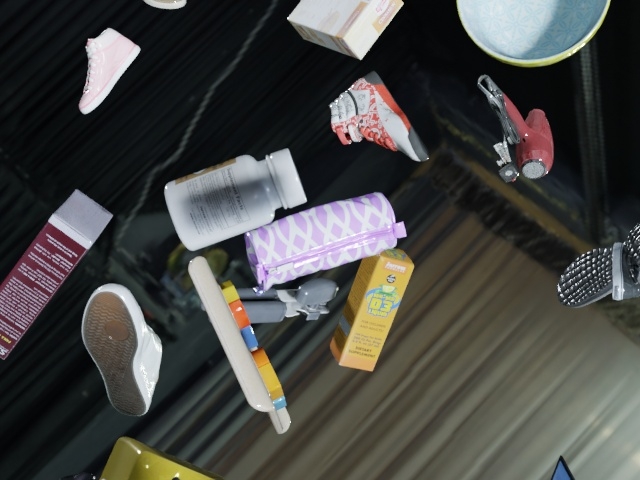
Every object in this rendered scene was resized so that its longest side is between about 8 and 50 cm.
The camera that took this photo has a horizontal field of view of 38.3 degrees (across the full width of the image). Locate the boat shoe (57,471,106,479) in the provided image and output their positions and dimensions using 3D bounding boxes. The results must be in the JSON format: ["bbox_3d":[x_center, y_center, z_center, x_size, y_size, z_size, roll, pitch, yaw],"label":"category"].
[{"bbox_3d":[-0.198,0.415,0.991,0.340,0.127,0.158,52,-47,9],"label":"boat shoe"}]

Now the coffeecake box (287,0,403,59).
[{"bbox_3d":[0.047,-0.447,1.801,0.185,0.142,0.068,32,-7,45],"label":"coffeecake box"}]

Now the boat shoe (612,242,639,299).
[{"bbox_3d":[0.463,0.048,1.395,0.142,0.040,0.049,-60,145,-57],"label":"boat shoe"}]

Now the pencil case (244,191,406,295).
[{"bbox_3d":[0.000,0.000,1.207,0.088,0.206,0.086,-140,-148,-70],"label":"pencil case"}]

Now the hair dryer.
[{"bbox_3d":[0.419,-0.236,1.901,0.293,0.080,0.224,-13,91,-62],"label":"hair dryer"}]

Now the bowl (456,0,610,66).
[{"bbox_3d":[0.419,-0.460,1.794,0.289,0.289,0.156,43,6,18],"label":"bowl"}]

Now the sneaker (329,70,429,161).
[{"bbox_3d":[0.115,-0.229,1.945,0.090,0.145,0.270,46,13,-53],"label":"sneaker"}]

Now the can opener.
[{"bbox_3d":[-0.092,0.105,1.777,0.283,0.095,0.076,2,36,-39],"label":"can opener"}]

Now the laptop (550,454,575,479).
[{"bbox_3d":[0.463,0.628,1.913,0.136,0.264,0.234,42,19,-43],"label":"laptop"}]

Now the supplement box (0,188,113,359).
[{"bbox_3d":[-0.417,0.049,1.377,0.073,0.239,0.130,36,16,-11],"label":"supplement box"}]

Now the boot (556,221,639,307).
[{"bbox_3d":[0.708,0.084,2.022,0.222,0.338,0.118,26,47,-29],"label":"boot"}]

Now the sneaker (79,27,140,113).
[{"bbox_3d":[-0.336,-0.259,1.383,0.070,0.134,0.051,40,-13,-27],"label":"sneaker"}]

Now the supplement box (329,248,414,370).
[{"bbox_3d":[0.096,0.126,1.752,0.078,0.233,0.080,14,15,-18],"label":"supplement box"}]

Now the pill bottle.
[{"bbox_3d":[-0.148,-0.078,1.633,0.131,0.229,0.131,-20,90,-88],"label":"pill bottle"}]

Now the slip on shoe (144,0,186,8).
[{"bbox_3d":[-0.282,-0.424,1.521,0.135,0.051,0.041,30,-43,17],"label":"slip on shoe"}]

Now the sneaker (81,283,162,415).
[{"bbox_3d":[-0.341,0.168,1.616,0.105,0.123,0.290,7,-51,8],"label":"sneaker"}]

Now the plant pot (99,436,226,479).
[{"bbox_3d":[-0.270,0.447,1.516,0.212,0.212,0.187,25,-25,-7],"label":"plant pot"}]

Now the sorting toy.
[{"bbox_3d":[-0.086,0.126,1.091,0.193,0.038,0.208,63,-4,18],"label":"sorting toy"}]
